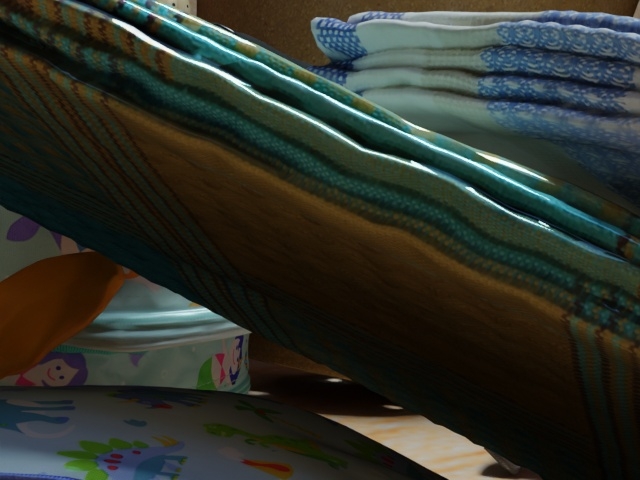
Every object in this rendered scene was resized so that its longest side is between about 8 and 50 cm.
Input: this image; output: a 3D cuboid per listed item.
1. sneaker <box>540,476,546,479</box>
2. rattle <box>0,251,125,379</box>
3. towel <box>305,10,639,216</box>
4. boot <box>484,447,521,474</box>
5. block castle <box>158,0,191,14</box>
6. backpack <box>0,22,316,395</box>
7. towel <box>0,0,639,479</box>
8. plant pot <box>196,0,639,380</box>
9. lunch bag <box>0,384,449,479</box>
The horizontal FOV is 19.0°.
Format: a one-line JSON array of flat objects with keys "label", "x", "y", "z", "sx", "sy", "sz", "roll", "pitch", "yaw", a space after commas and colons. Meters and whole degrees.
[{"label": "sneaker", "x": 0.218, "y": 0.047, "z": 0.634, "sx": 0.314, "sy": 0.116, "sz": 0.136, "roll": 10, "pitch": 50, "yaw": 37}, {"label": "rattle", "x": -0.177, "y": -0.008, "z": 0.633, "sx": 0.199, "sy": 0.143, "sz": 0.130, "roll": 44, "pitch": -10, "yaw": -7}, {"label": "towel", "x": 0.140, "y": 0.016, "z": 0.439, "sx": 0.209, "sy": 0.034, "sz": 0.285, "roll": 34, "pitch": -11, "yaw": -32}, {"label": "boot", "x": 0.176, "y": 0.000, "z": 0.902, "sx": 0.091, "sy": 0.263, "sz": 0.229, "roll": 39, "pitch": 4, "yaw": 5}, {"label": "block castle", "x": -0.064, "y": -0.070, "z": 1.301, "sx": 0.303, "sy": 0.213, "sz": 0.453, "roll": 9, "pitch": 8, "yaw": 37}, {"label": "backpack", "x": -0.104, "y": -0.012, "z": 0.828, "sx": 0.253, "sy": 0.191, "sz": 0.225, "roll": 0, "pitch": 6, "yaw": 27}, {"label": "towel", "x": 0.000, "y": 0.000, "z": 0.544, "sx": 0.370, "sy": 0.040, "sz": 0.271, "roll": 26, "pitch": -10, "yaw": 15}, {"label": "plant pot", "x": 0.032, "y": -0.056, "z": 0.976, "sx": 0.237, "sy": 0.254, "sz": 0.237, "roll": 12, "pitch": -2, "yaw": 1}, {"label": "lunch bag", "x": -0.035, "y": 0.083, "z": 0.464, "sx": 0.151, "sy": 0.096, "sz": 0.129, "roll": -5, "pitch": 6, "yaw": 1}]
